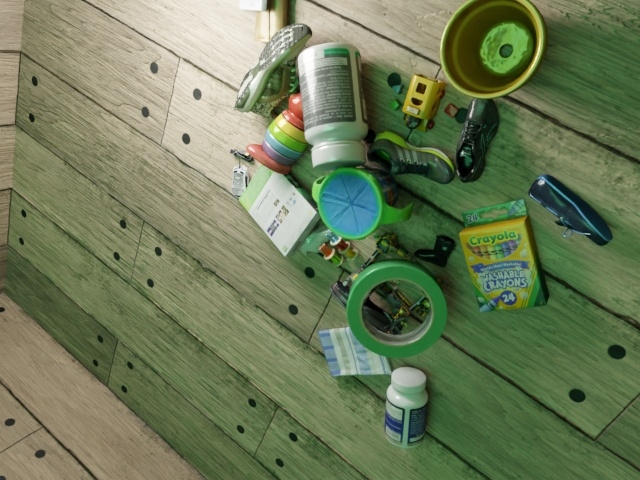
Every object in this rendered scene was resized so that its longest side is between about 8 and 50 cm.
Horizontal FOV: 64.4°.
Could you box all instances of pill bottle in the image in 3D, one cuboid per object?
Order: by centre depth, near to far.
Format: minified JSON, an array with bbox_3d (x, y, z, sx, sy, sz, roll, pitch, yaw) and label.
[{"bbox_3d":[0.043,-0.416,1.615,0.204,0.204,0.361,-7,88,33],"label":"pill bottle"},{"bbox_3d":[0.317,0.614,1.874,0.153,0.153,0.265,12,112,28],"label":"pill bottle"}]

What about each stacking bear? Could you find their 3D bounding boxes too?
[{"bbox_3d":[-0.103,-0.393,1.792,0.164,0.175,0.289,43,115,14],"label":"stacking bear"}]

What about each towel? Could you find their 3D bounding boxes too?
[{"bbox_3d":[0.132,0.439,2.000,0.285,0.034,0.209,-12,99,34],"label":"towel"}]

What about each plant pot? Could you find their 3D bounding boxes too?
[{"bbox_3d":[0.474,-0.510,1.347,0.253,0.239,0.254,10,111,28],"label":"plant pot"}]

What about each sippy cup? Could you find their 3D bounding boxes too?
[{"bbox_3d":[0.142,-0.142,1.681,0.305,0.224,0.240,51,123,6],"label":"sippy cup"}]

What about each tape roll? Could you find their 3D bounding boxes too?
[{"bbox_3d":[0.246,0.222,1.651,0.321,0.077,0.321,2,106,6],"label":"tape roll"}]

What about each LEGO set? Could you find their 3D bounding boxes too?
[{"bbox_3d":[0.240,0.150,1.739,0.331,0.192,0.255,51,124,6],"label":"LEGO set"}]

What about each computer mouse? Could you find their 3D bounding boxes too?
[{"bbox_3d":[-0.318,-0.264,2.030,0.106,0.042,0.193,13,107,22],"label":"computer mouse"}]

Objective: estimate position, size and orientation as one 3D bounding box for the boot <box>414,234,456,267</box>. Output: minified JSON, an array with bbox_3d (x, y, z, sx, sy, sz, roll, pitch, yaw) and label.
[{"bbox_3d":[0.385,0.028,1.701,0.121,0.045,0.099,22,119,15],"label":"boot"}]

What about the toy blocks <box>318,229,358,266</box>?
[{"bbox_3d":[0.048,0.025,1.854,0.123,0.054,0.148,-24,127,34],"label":"toy blocks"}]

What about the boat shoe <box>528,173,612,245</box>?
[{"bbox_3d":[0.710,-0.078,1.451,0.258,0.109,0.089,54,133,24],"label":"boat shoe"}]

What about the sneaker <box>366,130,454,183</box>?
[{"bbox_3d":[0.279,-0.242,1.613,0.299,0.121,0.111,26,142,25],"label":"sneaker"}]

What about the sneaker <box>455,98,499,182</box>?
[{"bbox_3d":[0.461,-0.297,1.509,0.101,0.106,0.268,14,112,28],"label":"sneaker"}]

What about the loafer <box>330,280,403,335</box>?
[{"bbox_3d":[0.175,0.241,1.871,0.302,0.109,0.095,41,116,4],"label":"loafer"}]

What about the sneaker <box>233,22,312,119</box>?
[{"bbox_3d":[-0.132,-0.571,1.759,0.410,0.182,0.158,-36,42,41],"label":"sneaker"}]

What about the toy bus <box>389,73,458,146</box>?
[{"bbox_3d":[0.304,-0.410,1.565,0.191,0.104,0.202,-24,93,35],"label":"toy bus"}]

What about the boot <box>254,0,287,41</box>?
[{"bbox_3d":[-0.121,-0.803,1.705,0.236,0.089,0.270,23,117,37],"label":"boot"}]

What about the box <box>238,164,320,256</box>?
[{"bbox_3d":[-0.153,-0.132,1.919,0.322,0.058,0.232,49,120,21],"label":"box"}]

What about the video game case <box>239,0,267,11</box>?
[{"bbox_3d":[-0.223,-0.895,1.705,0.206,0.026,0.227,39,128,53],"label":"video game case"}]

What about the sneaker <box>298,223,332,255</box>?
[{"bbox_3d":[0.000,0.000,1.916,0.212,0.080,0.094,-21,107,40],"label":"sneaker"}]

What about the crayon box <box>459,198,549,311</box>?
[{"bbox_3d":[0.563,0.052,1.579,0.203,0.083,0.323,-12,99,33],"label":"crayon box"}]
